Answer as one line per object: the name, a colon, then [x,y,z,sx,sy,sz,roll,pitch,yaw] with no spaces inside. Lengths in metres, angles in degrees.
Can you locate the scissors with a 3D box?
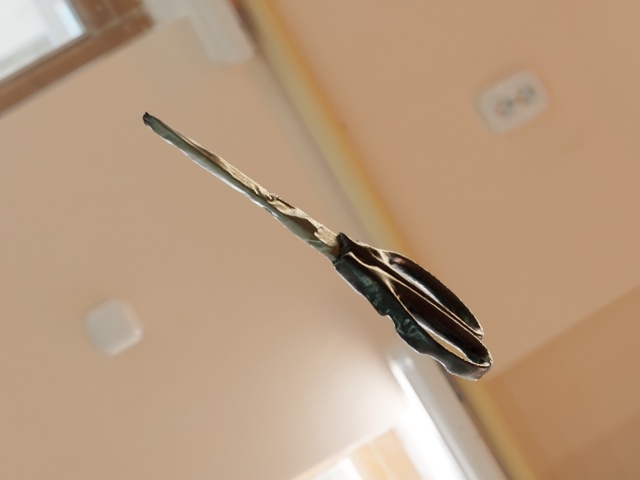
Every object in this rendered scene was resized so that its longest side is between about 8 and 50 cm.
scissors: [0.000,0.000,1.090,0.300,0.022,0.109,33,-159,-20]
